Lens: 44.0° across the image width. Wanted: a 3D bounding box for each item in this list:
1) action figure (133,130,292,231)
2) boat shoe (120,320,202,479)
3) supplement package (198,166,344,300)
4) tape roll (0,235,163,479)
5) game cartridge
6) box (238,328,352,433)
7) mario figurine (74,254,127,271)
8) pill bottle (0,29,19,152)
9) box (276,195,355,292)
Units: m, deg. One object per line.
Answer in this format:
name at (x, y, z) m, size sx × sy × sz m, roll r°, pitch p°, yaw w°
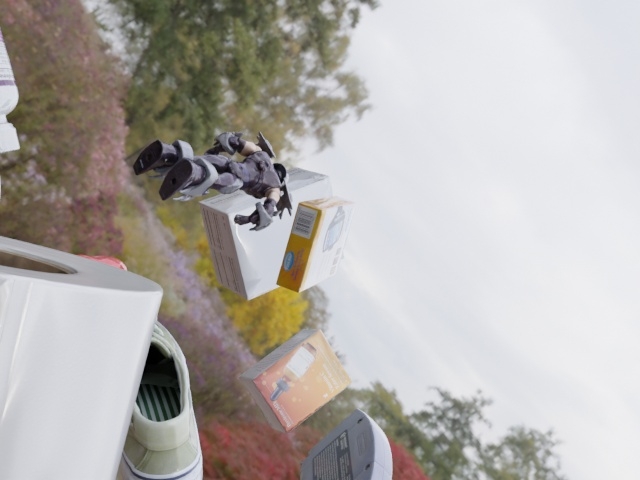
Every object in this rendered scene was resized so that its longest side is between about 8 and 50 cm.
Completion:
action figure at (-0.151, -0.107, 1.288) m, size 0.285 × 0.099 × 0.185 m, roll 2°, pitch 47°, yaw -50°
boat shoe at (-0.178, 0.135, 0.817) m, size 0.302 × 0.109 × 0.094 m, roll -134°, pitch -133°, yaw -54°
supplement package at (-0.105, -0.021, 1.757) m, size 0.145 × 0.262 × 0.203 m, roll 22°, pitch -52°, yaw 54°
tape roll at (-0.236, 0.082, 0.484) m, size 0.246 × 0.169 × 0.246 m, roll 15°, pitch 0°, yaw 0°
game cartridge at (0.046, 0.442, 1.497) m, size 0.062 × 0.198 × 0.297 m, roll 49°, pitch 9°, yaw -12°
box at (-0.049, 0.274, 1.561) m, size 0.130 × 0.170 × 0.091 m, roll 58°, pitch -23°, yaw -8°
mario figurine at (-0.419, 0.168, 1.412) m, size 0.198 × 0.320 × 0.170 m, roll 27°, pitch -43°, yaw -15°
pill bottle at (-0.583, -0.277, 1.258) m, size 0.169 × 0.169 × 0.301 m, roll -156°, pitch -127°, yaw -73°
box at (0.000, 0.000, 0.776) m, size 0.028 × 0.081 × 0.136 m, roll 18°, pitch 10°, yaw 13°
